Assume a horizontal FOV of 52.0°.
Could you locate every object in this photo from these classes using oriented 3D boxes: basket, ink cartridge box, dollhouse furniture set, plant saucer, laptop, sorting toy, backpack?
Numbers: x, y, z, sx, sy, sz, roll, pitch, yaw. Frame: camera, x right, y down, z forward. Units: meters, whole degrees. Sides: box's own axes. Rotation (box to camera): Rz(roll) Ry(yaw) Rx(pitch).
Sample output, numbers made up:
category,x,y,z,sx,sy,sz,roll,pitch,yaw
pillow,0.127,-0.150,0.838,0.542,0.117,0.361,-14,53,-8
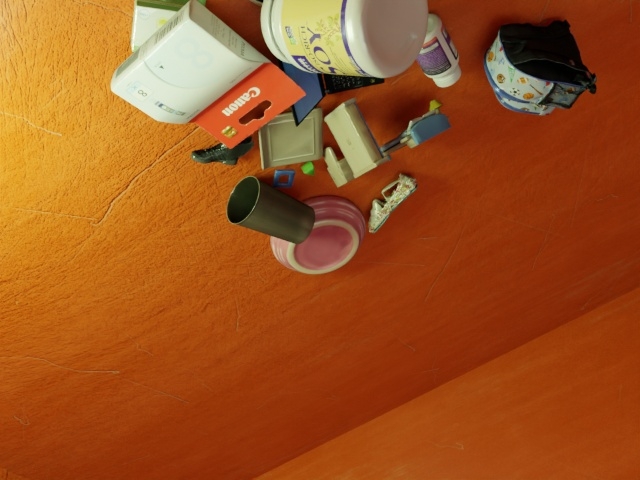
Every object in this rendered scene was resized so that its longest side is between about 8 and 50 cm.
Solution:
category,x,y,z,sx,sy,sz,roll,pitch,yaw
basket,-0.142,-0.084,2.000,0.227,0.204,0.154,22,84,-30
ink cartridge box,-0.357,-0.560,1.575,0.171,0.056,0.235,3,133,-21
dollhouse furniture set,0.181,-0.336,1.962,0.303,0.198,0.286,-29,-177,-25
ink cartridge box,-0.274,-0.376,1.650,0.308,0.091,0.385,-29,134,32
plant saucer,0.000,0.000,2.219,0.332,0.084,0.332,-10,134,-10
laptop,0.035,-0.459,1.746,0.264,0.136,0.234,-10,137,5
sorting toy,-0.088,-0.306,1.921,0.196,0.047,0.347,-14,136,-13
backpack,0.594,-0.491,1.851,0.263,0.276,0.213,8,142,-22

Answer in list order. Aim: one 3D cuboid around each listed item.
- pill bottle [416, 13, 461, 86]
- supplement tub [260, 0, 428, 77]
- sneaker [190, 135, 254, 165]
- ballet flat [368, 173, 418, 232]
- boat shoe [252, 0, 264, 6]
category,x,y,z,sx,sy,sz,roll,pitch,yaw
pill bottle,0.317,-0.519,1.811,0.108,0.108,0.193,-32,134,12
supplement tub,0.047,-0.495,1.473,0.241,0.331,0.241,-16,113,-41
sneaker,-0.283,-0.265,1.889,0.170,0.051,0.089,3,131,-28
ballet flat,0.224,-0.131,2.188,0.077,0.091,0.241,39,111,-8
boat shoe,-0.191,-0.650,1.508,0.113,0.103,0.302,-42,132,21
